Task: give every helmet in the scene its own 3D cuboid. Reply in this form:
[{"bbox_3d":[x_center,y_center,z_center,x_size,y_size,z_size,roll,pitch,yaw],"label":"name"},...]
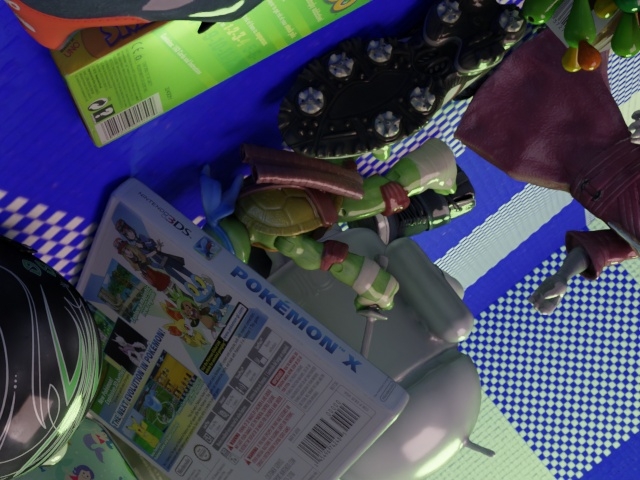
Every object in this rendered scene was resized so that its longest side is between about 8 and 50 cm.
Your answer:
[{"bbox_3d":[-0.249,0.097,0.836,0.169,0.161,0.169,-35,164,-12],"label":"helmet"}]

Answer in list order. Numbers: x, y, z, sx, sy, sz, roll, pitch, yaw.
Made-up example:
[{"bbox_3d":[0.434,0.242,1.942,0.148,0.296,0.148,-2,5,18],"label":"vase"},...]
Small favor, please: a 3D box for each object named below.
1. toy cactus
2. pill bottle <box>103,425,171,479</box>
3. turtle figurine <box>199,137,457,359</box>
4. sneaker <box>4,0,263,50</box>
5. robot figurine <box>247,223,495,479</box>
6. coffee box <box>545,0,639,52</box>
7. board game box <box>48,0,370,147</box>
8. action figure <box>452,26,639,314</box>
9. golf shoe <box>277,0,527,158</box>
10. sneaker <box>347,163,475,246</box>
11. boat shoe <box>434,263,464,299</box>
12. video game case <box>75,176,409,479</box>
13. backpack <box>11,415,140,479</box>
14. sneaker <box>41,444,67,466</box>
[{"bbox_3d":[0.252,-0.250,0.957,0.180,0.219,0.112,-36,-154,21],"label":"toy cactus"},{"bbox_3d":[-0.200,0.286,1.483,0.283,0.161,0.161,-30,162,-29],"label":"pill bottle"},{"bbox_3d":[0.000,0.000,1.084,0.266,0.274,0.198,-36,-161,-27],"label":"turtle figurine"},{"bbox_3d":[-0.019,-0.196,0.598,0.350,0.131,0.148,-18,158,-21],"label":"sneaker"},{"bbox_3d":[0.040,0.128,1.216,0.200,0.353,0.300,-20,158,-50],"label":"robot figurine"},{"bbox_3d":[0.342,-0.331,1.052,0.168,0.119,0.297,-22,158,-43],"label":"coffee box"},{"bbox_3d":[-0.054,-0.157,0.749,0.259,0.039,0.124,-28,167,-10],"label":"board game box"},{"bbox_3d":[0.332,-0.074,1.285,0.248,0.370,0.276,-47,163,29],"label":"action figure"},{"bbox_3d":[0.075,-0.141,1.023,0.273,0.105,0.120,-32,170,-22],"label":"golf shoe"},{"bbox_3d":[0.115,-0.051,1.361,0.163,0.086,0.226,-27,174,-2],"label":"sneaker"},{"bbox_3d":[0.063,0.070,1.384,0.258,0.095,0.084,2,168,44],"label":"boat shoe"},{"bbox_3d":[-0.107,0.133,1.015,0.036,0.300,0.329,-48,174,-41],"label":"video game case"},{"bbox_3d":[-0.300,0.303,1.194,0.191,0.225,0.253,-39,169,20],"label":"backpack"},{"bbox_3d":[-0.307,0.133,1.003,0.229,0.086,0.132,20,96,-58],"label":"sneaker"}]
